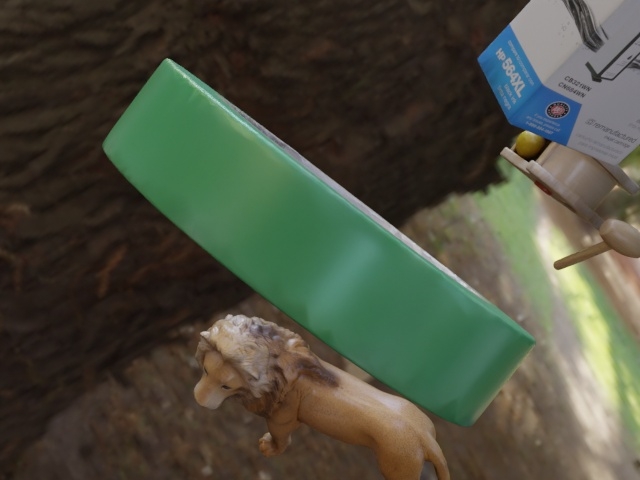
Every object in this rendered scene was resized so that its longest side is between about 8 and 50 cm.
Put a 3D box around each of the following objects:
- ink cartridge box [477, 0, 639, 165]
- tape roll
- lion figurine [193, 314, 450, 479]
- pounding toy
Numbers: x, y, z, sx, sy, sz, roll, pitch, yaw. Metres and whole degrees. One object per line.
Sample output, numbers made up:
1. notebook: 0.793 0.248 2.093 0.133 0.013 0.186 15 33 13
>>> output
1. ink cartridge box: 0.258 -0.174 1.086 0.148 0.203 0.086 16 41 -36
2. tape roll: 0.000 0.000 0.896 0.321 0.077 0.321 37 4 -3
3. lion figurine: 0.029 0.219 1.630 0.240 0.392 0.142 99 9 -58
4. pounding toy: 0.303 -0.064 1.677 0.154 0.155 0.269 36 7 -27
